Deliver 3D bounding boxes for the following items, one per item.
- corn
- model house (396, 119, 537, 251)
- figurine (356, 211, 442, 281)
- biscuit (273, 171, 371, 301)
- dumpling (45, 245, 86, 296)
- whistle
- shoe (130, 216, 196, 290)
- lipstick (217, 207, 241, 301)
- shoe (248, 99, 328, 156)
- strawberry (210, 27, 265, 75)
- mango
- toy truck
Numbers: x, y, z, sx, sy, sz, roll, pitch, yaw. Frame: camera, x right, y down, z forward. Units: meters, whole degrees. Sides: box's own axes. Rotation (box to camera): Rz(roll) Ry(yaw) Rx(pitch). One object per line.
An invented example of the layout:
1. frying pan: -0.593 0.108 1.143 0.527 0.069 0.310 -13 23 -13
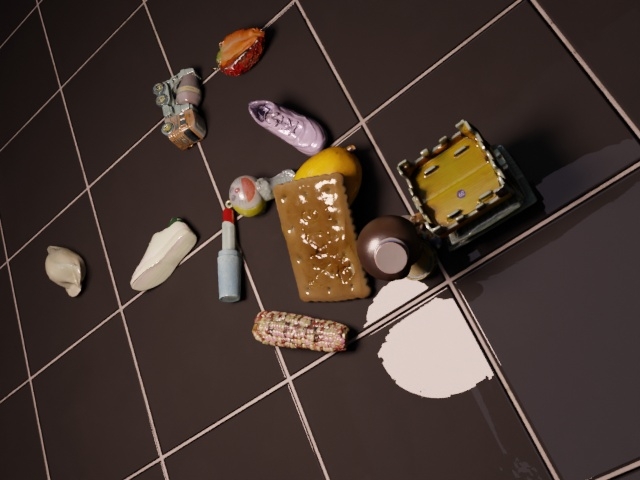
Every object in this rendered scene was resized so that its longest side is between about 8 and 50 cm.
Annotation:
1. corn: -0.050 0.232 1.617 0.281 0.092 0.092 3 81 29
2. model house: 0.314 -0.109 1.375 0.224 0.215 0.198 -35 59 22
3. figurine: 0.171 0.021 1.407 0.161 0.276 0.158 -28 80 29
4. biscuit: 0.000 0.000 1.584 0.217 0.044 0.324 -7 101 31
5. dumpling: -0.870 0.106 2.170 0.229 0.124 0.151 35 135 39
6. whistle: -0.167 -0.141 1.765 0.223 0.123 0.122 -22 67 12
7. shoe: -0.490 0.039 1.947 0.265 0.095 0.110 -41 55 13
8. lipstick: -0.259 0.037 1.806 0.061 0.068 0.273 -22 61 35
9. shoe: -0.091 -0.315 1.735 0.245 0.138 0.095 35 103 34
10. strawberry: -0.241 -0.567 1.923 0.192 0.085 0.140 -47 51 9
11. mango: -0.002 -0.122 1.652 0.317 0.119 0.176 -47 62 25
12. toy truck: -0.432 -0.424 2.005 0.140 0.108 0.256 -23 64 12
